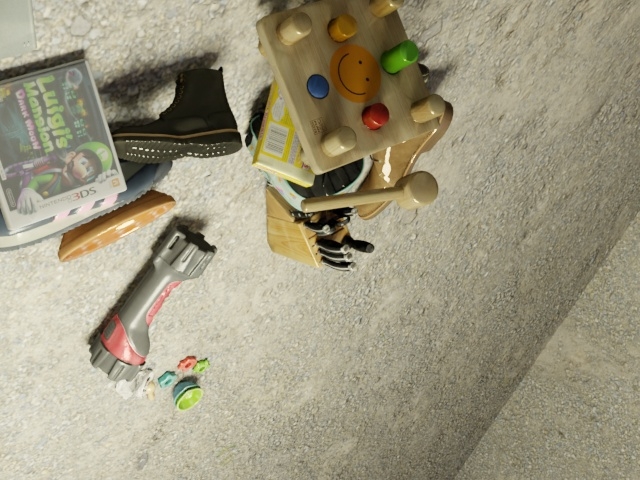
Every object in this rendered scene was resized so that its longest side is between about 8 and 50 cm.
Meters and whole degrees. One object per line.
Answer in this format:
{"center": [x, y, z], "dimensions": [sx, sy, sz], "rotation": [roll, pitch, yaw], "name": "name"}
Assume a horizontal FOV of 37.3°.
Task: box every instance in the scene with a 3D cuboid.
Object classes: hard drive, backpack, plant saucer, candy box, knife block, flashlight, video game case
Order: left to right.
{"center": [-0.397, -0.280, 1.147], "dimensions": [0.094, 0.022, 0.135], "rotation": [-25, 146, -28], "name": "hard drive"}
{"center": [-0.366, -0.131, 1.273], "dimensions": [0.173, 0.022, 0.190], "rotation": [-24, 109, -30], "name": "video game case"}
{"center": [-0.321, -0.028, 1.476], "dimensions": [0.200, 0.037, 0.200], "rotation": [-27, 180, 0], "name": "plant saucer"}
{"center": [-0.298, 0.116, 1.710], "dimensions": [0.304, 0.103, 0.103], "rotation": [-51, 176, 13], "name": "flashlight"}
{"center": [-0.038, -0.199, 1.518], "dimensions": [0.105, 0.027, 0.205], "rotation": [21, 73, -28], "name": "candy box"}
{"center": [-0.021, -0.143, 1.609], "dimensions": [0.166, 0.188, 0.144], "rotation": [-32, 167, -20], "name": "backpack"}
{"center": [0.000, 0.000, 1.746], "dimensions": [0.088, 0.242, 0.275], "rotation": [-30, 154, -19], "name": "knife block"}

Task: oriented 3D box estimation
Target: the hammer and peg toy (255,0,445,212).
{"center": [0.064, -0.205, 1.485], "dimensions": [0.266, 0.361, 0.127], "rotation": [-22, -176, -30], "name": "hammer and peg toy"}

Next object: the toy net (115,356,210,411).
{"center": [-0.322, 0.299, 1.973], "dimensions": [0.122, 0.045, 0.232], "rotation": [-52, 149, 16], "name": "toy net"}

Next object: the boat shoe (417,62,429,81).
{"center": [0.148, -0.312, 1.724], "dimensions": [0.152, 0.056, 0.049], "rotation": [-12, 144, -42], "name": "boat shoe"}

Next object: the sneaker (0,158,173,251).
{"center": [-0.351, -0.101, 1.362], "dimensions": [0.319, 0.112, 0.131], "rotation": [-32, 122, -38], "name": "sneaker"}

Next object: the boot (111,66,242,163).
{"center": [-0.223, -0.191, 1.400], "dimensions": [0.198, 0.137, 0.077], "rotation": [-4, 163, -31], "name": "boot"}

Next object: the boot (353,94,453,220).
{"center": [0.131, -0.172, 1.880], "dimensions": [0.115, 0.112, 0.305], "rotation": [19, 124, -24], "name": "boot"}
